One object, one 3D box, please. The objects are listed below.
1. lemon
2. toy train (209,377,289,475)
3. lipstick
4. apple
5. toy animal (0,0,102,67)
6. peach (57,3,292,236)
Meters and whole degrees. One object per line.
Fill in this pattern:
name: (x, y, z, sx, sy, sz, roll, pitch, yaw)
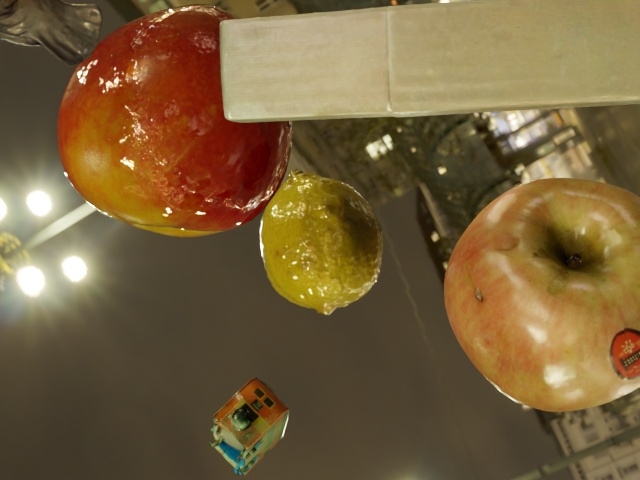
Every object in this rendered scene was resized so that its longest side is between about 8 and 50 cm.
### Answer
lemon: (0.000, 0.000, 1.894, 0.268, 0.268, 0.321, 2, -98, -72)
toy train: (-0.099, 0.262, 1.220, 0.072, 0.099, 0.188, 45, 156, 16)
lipstick: (0.115, -0.133, 0.638, 0.076, 0.372, 0.079, -38, -54, -79)
apple: (0.399, 0.090, 1.427, 0.346, 0.392, 0.391, 83, 170, -56)
toy animal: (-0.412, -0.322, 1.079, 0.298, 0.185, 0.122, 30, -112, -46)
peach: (-0.217, -0.191, 1.395, 0.388, 0.388, 0.388, 54, -163, -25)
